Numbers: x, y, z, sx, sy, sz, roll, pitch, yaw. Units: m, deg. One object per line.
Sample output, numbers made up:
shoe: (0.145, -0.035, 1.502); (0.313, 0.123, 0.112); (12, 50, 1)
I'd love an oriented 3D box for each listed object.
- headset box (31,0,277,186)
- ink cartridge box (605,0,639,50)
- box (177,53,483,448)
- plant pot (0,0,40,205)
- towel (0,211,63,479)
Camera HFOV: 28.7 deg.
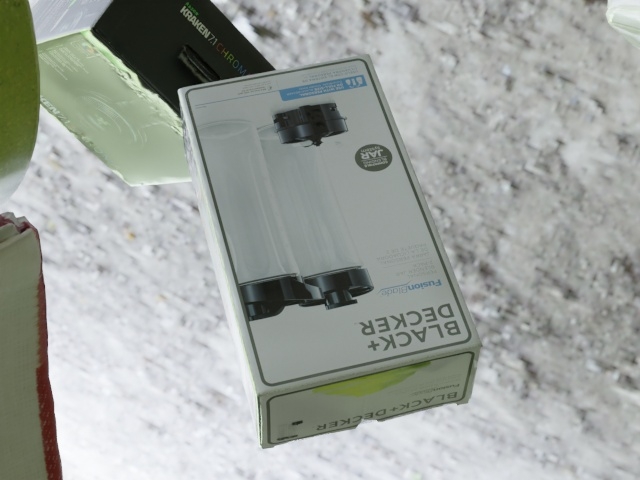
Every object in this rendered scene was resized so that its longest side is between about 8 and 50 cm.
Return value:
headset box: (-0.197, -0.190, 1.441); (0.246, 0.131, 0.283); (45, 154, -29)
ink cartridge box: (0.253, -0.126, 0.532); (0.092, 0.160, 0.219); (26, -176, -35)
box: (0.000, 0.000, 0.969); (0.169, 0.290, 0.087); (-11, 146, -9)
plant pot: (-0.330, -0.081, 0.567); (0.274, 0.293, 0.275); (25, 130, 34)
towel: (-0.196, 0.143, 0.378); (0.037, 0.329, 0.237); (12, 114, 32)
